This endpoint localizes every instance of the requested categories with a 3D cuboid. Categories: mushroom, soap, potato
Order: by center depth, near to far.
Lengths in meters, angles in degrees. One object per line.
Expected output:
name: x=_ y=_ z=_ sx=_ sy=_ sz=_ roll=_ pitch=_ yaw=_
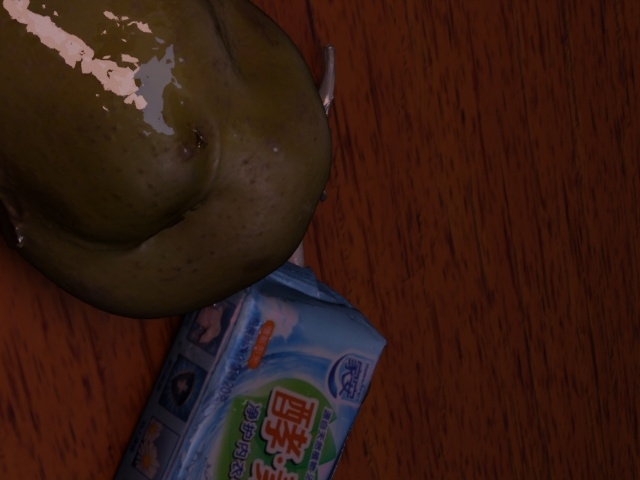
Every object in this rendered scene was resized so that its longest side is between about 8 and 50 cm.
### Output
potato: x=-0.138 y=-0.092 z=1.095 sx=0.351 sy=0.218 sz=0.203 roll=40 pitch=38 yaw=-40
soap: x=-0.063 y=0.155 z=1.299 sx=0.156 sy=0.077 sz=0.293 roll=19 pitch=95 yaw=-38
mushroom: x=-0.002 y=0.000 z=1.357 sx=0.068 sy=0.043 sz=0.306 roll=-34 pitch=123 yaw=-50
